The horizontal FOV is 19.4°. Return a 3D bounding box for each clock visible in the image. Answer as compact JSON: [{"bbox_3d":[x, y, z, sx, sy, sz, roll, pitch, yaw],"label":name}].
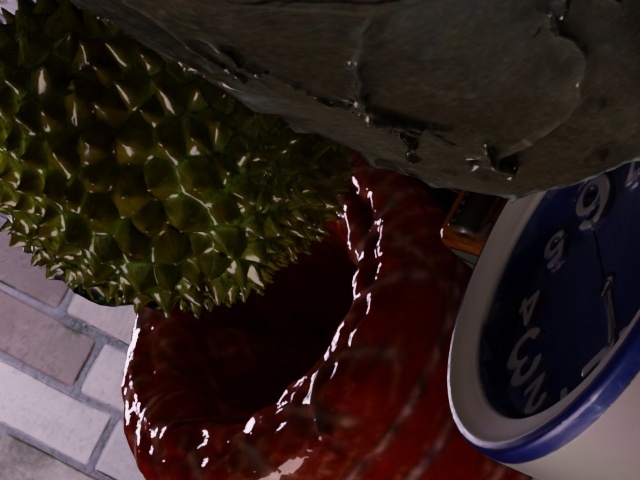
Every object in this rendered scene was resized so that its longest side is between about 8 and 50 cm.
[{"bbox_3d":[0.164,0.026,1.029,0.083,0.230,0.230,28,170,-20],"label":"clock"}]

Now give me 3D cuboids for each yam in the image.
[{"bbox_3d":[-0.001,-0.158,0.584,0.241,0.241,0.348,19,170,36],"label":"yam"}]

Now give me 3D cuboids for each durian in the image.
[{"bbox_3d":[-0.111,-0.059,1.304,0.291,0.224,0.291,20,169,4],"label":"durian"}]

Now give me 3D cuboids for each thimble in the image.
[{"bbox_3d":[0.012,0.104,1.519,0.230,0.350,0.350,32,168,-35],"label":"thimble"}]

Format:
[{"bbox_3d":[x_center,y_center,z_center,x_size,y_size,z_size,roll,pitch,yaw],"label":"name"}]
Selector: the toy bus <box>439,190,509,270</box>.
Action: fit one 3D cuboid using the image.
[{"bbox_3d":[0.220,0.052,1.417,0.092,0.093,0.409,24,170,39],"label":"toy bus"}]
